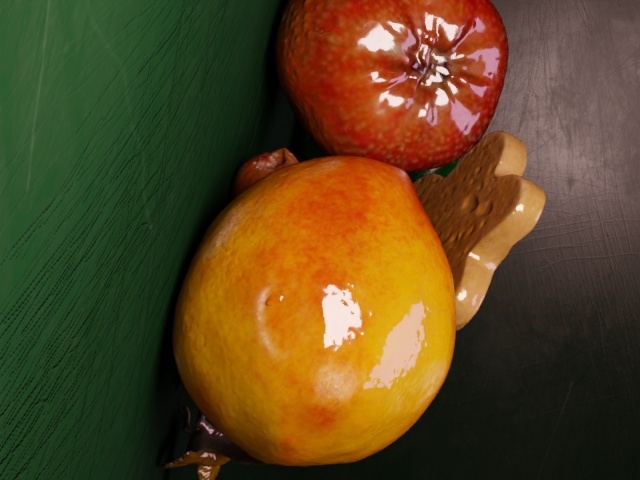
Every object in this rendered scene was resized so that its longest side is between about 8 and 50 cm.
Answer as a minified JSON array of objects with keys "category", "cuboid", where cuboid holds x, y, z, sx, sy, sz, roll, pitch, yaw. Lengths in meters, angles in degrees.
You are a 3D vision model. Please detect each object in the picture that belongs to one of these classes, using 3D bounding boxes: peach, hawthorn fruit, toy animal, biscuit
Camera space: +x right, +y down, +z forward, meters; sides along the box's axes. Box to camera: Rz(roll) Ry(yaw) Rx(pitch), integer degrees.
[{"category":"peach","cuboid":[-0.004,0.064,1.606,0.289,0.289,0.307,-49,162,-77]},{"category":"hawthorn fruit","cuboid":[0.079,-0.208,1.817,0.299,0.275,0.275,-98,-159,-81]},{"category":"toy animal","cuboid":[-0.112,0.219,1.782,0.219,0.095,0.155,-30,-152,39]},{"category":"biscuit","cuboid":[0.120,0.035,1.804,0.355,0.052,0.275,-49,-156,18]}]

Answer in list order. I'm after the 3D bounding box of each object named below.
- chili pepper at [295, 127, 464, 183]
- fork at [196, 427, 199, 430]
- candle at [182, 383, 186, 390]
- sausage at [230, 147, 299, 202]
[{"category":"chili pepper","cuboid":[0.084,-0.128,2.239,0.256,0.233,0.248,-68,172,24]},{"category":"fork","cuboid":[-0.127,0.202,1.925,0.115,0.012,0.016,-52,-171,36]},{"category":"candle","cuboid":[-0.120,0.152,1.857,0.051,0.048,0.329,-35,176,4]},{"category":"sausage","cuboid":[-0.056,0.050,1.817,0.097,0.094,0.348,-79,171,-57]}]
